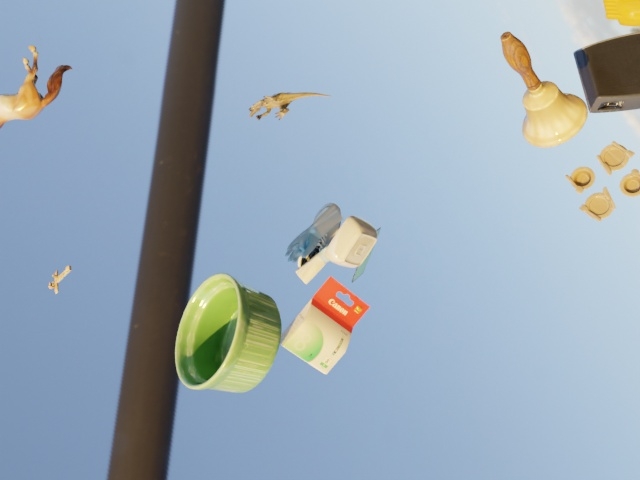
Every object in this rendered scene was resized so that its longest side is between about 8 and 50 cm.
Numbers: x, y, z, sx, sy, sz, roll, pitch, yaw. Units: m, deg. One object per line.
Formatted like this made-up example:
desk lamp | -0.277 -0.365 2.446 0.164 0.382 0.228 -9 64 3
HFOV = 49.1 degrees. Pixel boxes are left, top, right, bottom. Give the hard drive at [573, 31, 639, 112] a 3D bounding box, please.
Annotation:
hard drive | 0.696 -0.373 1.514 0.054 0.255 0.171 69 -167 -72

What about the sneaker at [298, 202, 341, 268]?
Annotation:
sneaker | 0.000 0.000 2.320 0.094 0.258 0.091 21 -159 -5

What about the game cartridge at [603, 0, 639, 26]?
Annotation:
game cartridge | 0.616 -0.505 1.219 0.052 0.285 0.323 -53 -45 -19

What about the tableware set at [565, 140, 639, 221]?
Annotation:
tableware set | 0.654 -0.135 1.600 0.020 0.169 0.141 20 -143 -60

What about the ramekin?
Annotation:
ramekin | -0.235 0.248 1.816 0.148 0.303 0.303 22 -134 -35

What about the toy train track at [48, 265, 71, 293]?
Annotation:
toy train track | -0.495 0.069 1.320 0.014 0.083 0.048 15 -129 -42

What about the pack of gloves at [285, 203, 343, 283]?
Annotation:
pack of gloves | 0.006 0.024 2.247 0.046 0.232 0.195 42 172 44

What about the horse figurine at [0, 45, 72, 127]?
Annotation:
horse figurine | -0.659 -0.308 1.494 0.066 0.264 0.174 40 -143 -78

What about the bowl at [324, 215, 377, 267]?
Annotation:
bowl | 0.091 0.013 1.871 0.053 0.142 0.142 39 -169 32

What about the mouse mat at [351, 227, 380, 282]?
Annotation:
mouse mat | 0.161 0.049 2.457 0.007 0.189 0.153 26 -161 13

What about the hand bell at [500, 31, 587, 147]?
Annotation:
hand bell | 0.378 -0.287 1.260 0.242 0.126 0.126 40 -145 -41

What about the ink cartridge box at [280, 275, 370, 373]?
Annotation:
ink cartridge box | 0.021 0.235 1.913 0.181 0.224 0.056 39 -177 -33

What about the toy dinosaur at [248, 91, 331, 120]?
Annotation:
toy dinosaur | -0.079 -0.283 1.413 0.092 0.183 0.053 -59 -45 -54
